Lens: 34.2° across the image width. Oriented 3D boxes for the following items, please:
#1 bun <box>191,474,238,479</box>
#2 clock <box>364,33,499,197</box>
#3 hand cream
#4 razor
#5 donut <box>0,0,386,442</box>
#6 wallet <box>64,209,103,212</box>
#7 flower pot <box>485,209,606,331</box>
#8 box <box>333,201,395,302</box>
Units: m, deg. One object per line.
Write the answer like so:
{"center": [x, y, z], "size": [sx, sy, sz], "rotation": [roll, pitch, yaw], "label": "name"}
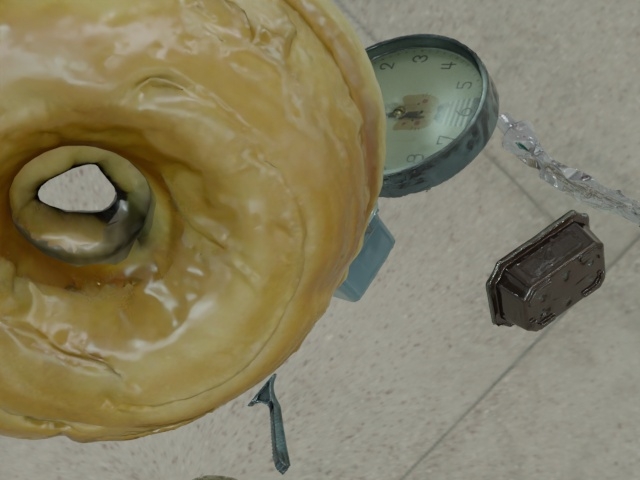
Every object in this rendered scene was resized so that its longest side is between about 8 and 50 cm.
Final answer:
{"center": [-0.119, 0.321, 1.063], "size": [0.167, 0.113, 0.173], "rotation": [1, 60, -1], "label": "bun"}
{"center": [0.093, -0.150, 1.209], "size": [0.226, 0.049, 0.226], "rotation": [-12, 50, 15], "label": "clock"}
{"center": [0.332, -0.095, 1.393], "size": [0.050, 0.084, 0.257], "rotation": [-46, 63, -7], "label": "hand cream"}
{"center": [-0.061, 0.263, 1.459], "size": [0.033, 0.190, 0.066], "rotation": [33, 105, -23], "label": "razor"}
{"center": [-0.165, -0.040, 0.739], "size": [0.449, 0.198, 0.448], "rotation": [-7, 120, -13], "label": "donut"}
{"center": [-0.209, 0.036, 1.229], "size": [0.378, 0.197, 0.051], "rotation": [0, 46, 29], "label": "wallet"}
{"center": [0.429, 0.070, 1.909], "size": [0.251, 0.179, 0.084], "rotation": [-33, 45, -17], "label": "flower pot"}
{"center": [0.000, 0.000, 1.682], "size": [0.130, 0.227, 0.162], "rotation": [47, 69, -39], "label": "box"}
